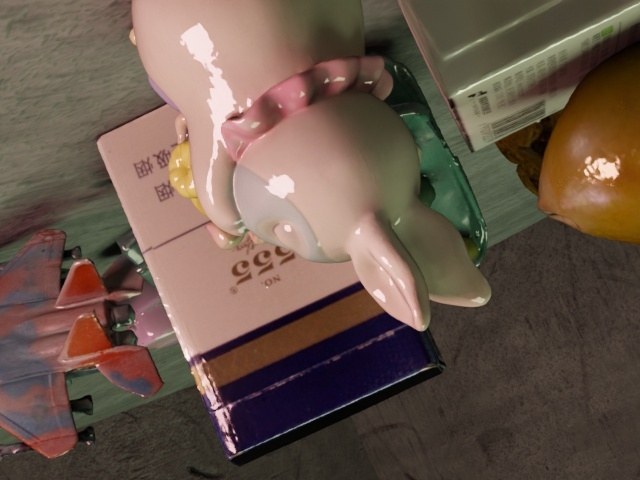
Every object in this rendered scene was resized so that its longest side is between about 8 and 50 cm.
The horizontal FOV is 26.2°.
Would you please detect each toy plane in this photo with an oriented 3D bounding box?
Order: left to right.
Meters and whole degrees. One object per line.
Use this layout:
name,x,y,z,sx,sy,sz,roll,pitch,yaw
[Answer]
toy plane,-0.291,0.103,1.144,0.326,0.223,0.104,-18,144,10

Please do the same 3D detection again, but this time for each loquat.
loquat,0.236,-0.067,0.938,0.195,0.152,0.152,-36,173,-2

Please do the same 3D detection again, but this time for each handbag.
handbag,0.004,0.002,1.155,0.274,0.100,0.269,-35,149,1

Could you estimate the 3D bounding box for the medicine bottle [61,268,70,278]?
medicine bottle,-0.328,0.089,1.288,0.121,0.083,0.229,-19,179,44

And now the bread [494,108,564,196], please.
bread,0.266,-0.132,1.401,0.143,0.149,0.158,-21,173,-47

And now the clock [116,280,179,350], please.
clock,-0.034,-0.008,1.438,0.295,0.113,0.322,-31,171,41

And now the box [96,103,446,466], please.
box,-0.036,0.011,0.992,0.168,0.259,0.071,-24,170,5

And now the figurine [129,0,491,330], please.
figurine,-0.014,-0.046,0.750,0.155,0.235,0.127,-30,171,35

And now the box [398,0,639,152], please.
box,0.164,-0.164,0.981,0.194,0.111,0.260,-26,170,6
